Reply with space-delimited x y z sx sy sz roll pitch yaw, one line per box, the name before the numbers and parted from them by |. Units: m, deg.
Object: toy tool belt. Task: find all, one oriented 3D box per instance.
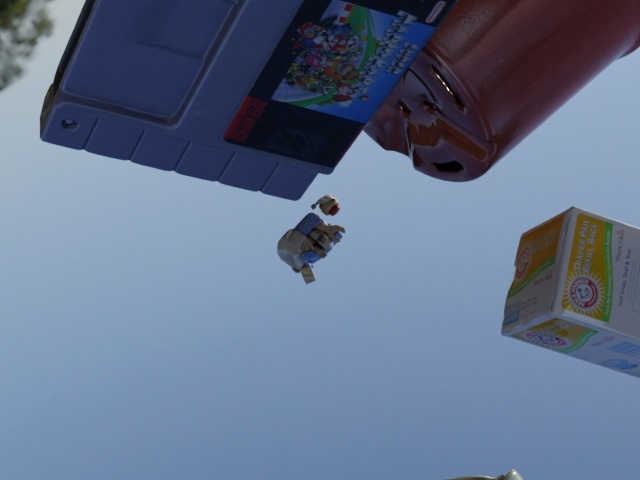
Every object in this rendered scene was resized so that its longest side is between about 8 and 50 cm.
toy tool belt | 0.000 0.000 1.466 0.083 0.051 0.052 -46 162 -4

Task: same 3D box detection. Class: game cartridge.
game cartridge | -0.048 -0.153 1.052 0.355 0.230 0.068 127 -26 -52

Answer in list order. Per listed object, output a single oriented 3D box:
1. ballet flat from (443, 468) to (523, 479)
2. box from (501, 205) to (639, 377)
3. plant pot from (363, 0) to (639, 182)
ballet flat | 0.123 0.295 1.582 0.213 0.068 0.072 -14 158 -12
box | 0.283 0.057 1.346 0.114 0.203 0.103 144 -39 -68
plant pot | 0.149 -0.208 1.290 0.265 0.272 0.272 -46 -164 -21
